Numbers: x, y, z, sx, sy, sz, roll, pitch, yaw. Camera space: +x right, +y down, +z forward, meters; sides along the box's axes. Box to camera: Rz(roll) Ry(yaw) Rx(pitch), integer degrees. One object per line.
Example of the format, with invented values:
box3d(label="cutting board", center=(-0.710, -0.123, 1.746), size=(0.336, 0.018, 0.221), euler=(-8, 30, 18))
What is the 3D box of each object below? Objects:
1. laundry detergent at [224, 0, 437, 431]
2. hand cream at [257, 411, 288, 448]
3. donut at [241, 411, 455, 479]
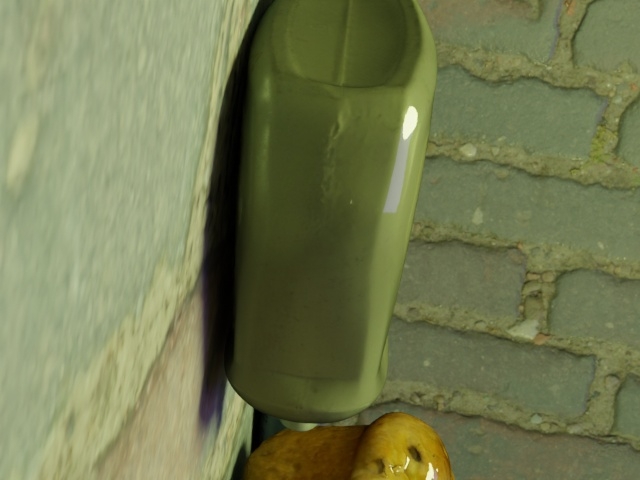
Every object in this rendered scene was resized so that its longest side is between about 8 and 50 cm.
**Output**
box3d(label="laundry detergent", center=(0.000, 0.000, 0.669), size=(0.181, 0.091, 0.253), euler=(-86, -178, -53))
box3d(label="hand cream", center=(-0.027, 0.120, 0.996), size=(0.256, 0.055, 0.088), euler=(106, 1, -51))
box3d(label="donut", center=(0.024, 0.287, 0.893), size=(0.317, 0.150, 0.299), euler=(-72, 154, -49))
